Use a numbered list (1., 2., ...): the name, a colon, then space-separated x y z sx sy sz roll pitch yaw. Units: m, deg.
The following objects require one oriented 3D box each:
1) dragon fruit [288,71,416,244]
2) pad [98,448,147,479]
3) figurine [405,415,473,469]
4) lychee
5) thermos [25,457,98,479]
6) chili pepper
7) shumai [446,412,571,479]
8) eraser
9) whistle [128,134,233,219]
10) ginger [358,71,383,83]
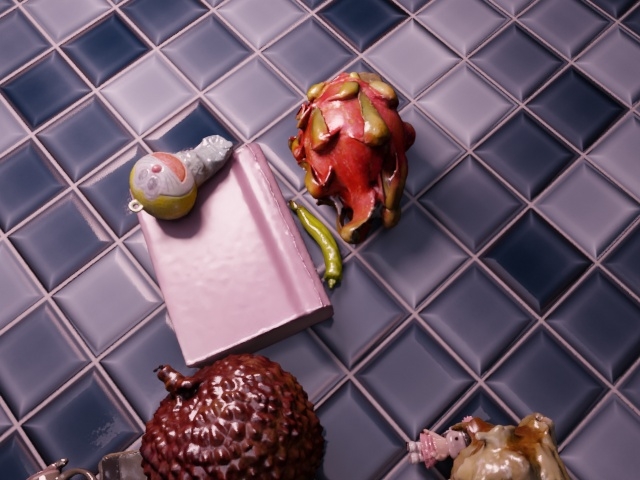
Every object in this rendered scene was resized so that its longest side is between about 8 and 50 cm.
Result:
1. dragon fruit: 0.067 -0.159 1.027 0.227 0.243 0.308 1 108 -22
2. pad: -0.281 0.464 0.893 0.174 0.022 0.233 -9 71 -2
3. figurine: 0.210 0.345 0.913 0.129 0.054 0.072 -11 61 3
4. lychee: -0.139 0.297 0.825 0.300 0.264 0.264 43 75 -10
5. thermos: -0.404 0.450 0.861 0.137 0.105 0.193 -34 61 -8
6. chili pepper: 0.001 0.000 1.051 0.048 0.043 0.208 -32 65 16
7. shumai: 0.300 0.383 0.768 0.314 0.267 0.263 20 72 46
8. eraser: -0.169 0.025 1.002 0.272 0.122 0.359 -24 70 -5
9. whistle: -0.243 -0.121 0.941 0.123 0.123 0.223 39 62 14
10. ginger: 0.057 -0.317 1.162 0.173 0.051 0.070 -28 66 -4
